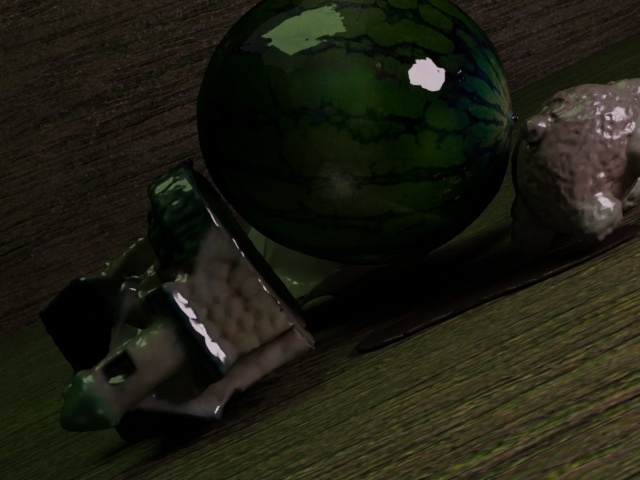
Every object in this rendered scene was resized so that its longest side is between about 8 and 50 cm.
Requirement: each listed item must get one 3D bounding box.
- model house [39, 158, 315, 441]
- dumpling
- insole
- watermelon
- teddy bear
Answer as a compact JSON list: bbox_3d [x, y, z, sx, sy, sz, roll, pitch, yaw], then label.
[{"bbox_3d":[-0.175,0.093,1.663,0.284,0.243,0.298,-39,0,1],"label":"model house"},{"bbox_3d":[0.051,-0.007,1.941,0.341,0.181,0.260,3,32,6],"label":"dumpling"},{"bbox_3d":[0.185,0.049,1.620,0.327,0.007,0.111,-24,5,10],"label":"insole"},{"bbox_3d":[0.042,-0.134,1.724,0.363,0.363,0.363,-25,7,3],"label":"watermelon"},{"bbox_3d":[0.279,-0.084,1.654,0.236,0.151,0.267,-51,-8,3],"label":"teddy bear"}]
